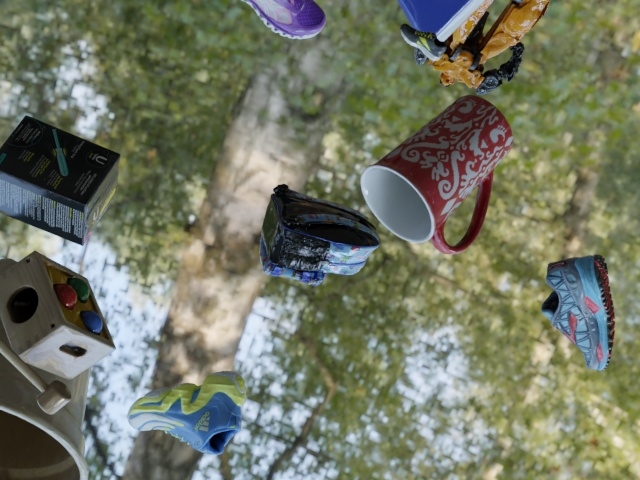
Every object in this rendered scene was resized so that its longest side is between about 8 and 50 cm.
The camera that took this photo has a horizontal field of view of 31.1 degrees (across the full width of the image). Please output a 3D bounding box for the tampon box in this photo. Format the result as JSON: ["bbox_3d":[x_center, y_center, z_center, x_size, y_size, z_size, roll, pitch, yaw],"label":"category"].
[{"bbox_3d":[-0.401,-0.089,1.736,0.161,0.101,0.120,23,-130,4],"label":"tampon box"}]

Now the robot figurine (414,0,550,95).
[{"bbox_3d":[0.302,-0.403,2.100,0.211,0.291,0.085,25,-145,-15],"label":"robot figurine"}]

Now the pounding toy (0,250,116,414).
[{"bbox_3d":[-0.351,0.121,1.514,0.206,0.094,0.181,61,-169,29],"label":"pounding toy"}]

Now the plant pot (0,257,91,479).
[{"bbox_3d":[-0.488,0.208,1.779,0.334,0.334,0.305,16,-132,-9],"label":"plant pot"}]

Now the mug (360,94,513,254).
[{"bbox_3d":[0.148,-0.079,1.392,0.113,0.150,0.169,26,-123,37],"label":"mug"}]

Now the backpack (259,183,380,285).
[{"bbox_3d":[0.000,0.000,1.820,0.173,0.117,0.158,12,-157,-17],"label":"backpack"}]

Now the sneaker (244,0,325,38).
[{"bbox_3d":[-0.089,-0.474,2.189,0.236,0.095,0.104,33,159,-11],"label":"sneaker"}]

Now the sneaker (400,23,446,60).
[{"bbox_3d":[0.164,-0.321,1.820,0.083,0.035,0.031,33,-135,-15],"label":"sneaker"}]

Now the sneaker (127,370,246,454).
[{"bbox_3d":[-0.226,0.306,1.920,0.091,0.240,0.126,24,-131,-50],"label":"sneaker"}]

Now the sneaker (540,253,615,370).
[{"bbox_3d":[0.470,0.129,2.107,0.125,0.262,0.104,-1,-144,22],"label":"sneaker"}]

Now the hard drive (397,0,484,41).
[{"bbox_3d":[0.174,-0.516,1.942,0.040,0.210,0.318,-12,-111,-42],"label":"hard drive"}]
